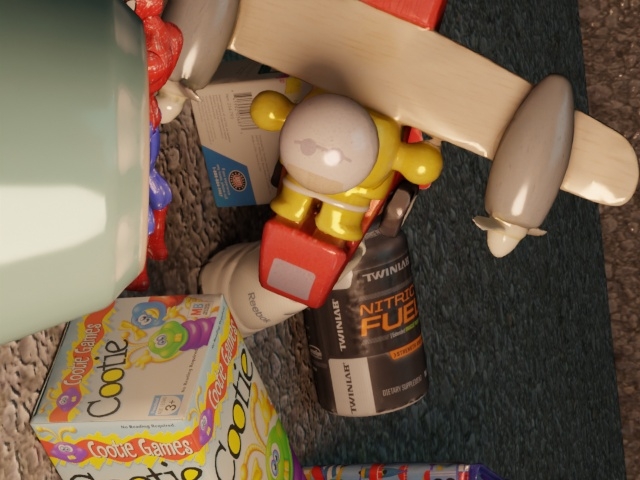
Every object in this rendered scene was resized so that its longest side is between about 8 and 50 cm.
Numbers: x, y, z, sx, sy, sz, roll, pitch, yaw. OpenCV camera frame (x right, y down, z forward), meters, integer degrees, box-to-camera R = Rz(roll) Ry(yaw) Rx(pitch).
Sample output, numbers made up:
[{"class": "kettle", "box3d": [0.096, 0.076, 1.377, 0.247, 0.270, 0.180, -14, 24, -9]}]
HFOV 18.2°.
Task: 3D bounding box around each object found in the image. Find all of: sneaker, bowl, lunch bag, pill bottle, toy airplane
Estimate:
[{"class": "sneaker", "box3d": [0.000, 0.000, 2.037, 0.111, 0.129, 0.297, 60, 43, -24]}, {"class": "bowl", "box3d": [-0.202, -0.065, 1.359, 0.311, 0.163, 0.312, 179, -90, -81]}, {"class": "lunch bag", "box3d": [0.118, 0.318, 2.258, 0.293, 0.221, 0.138, 15, 73, -69]}, {"class": "pill bottle", "box3d": [0.041, 0.062, 2.227, 0.130, 0.130, 0.246, -45, 127, -64]}, {"class": "toy airplane", "box3d": [0.044, -0.138, 1.763, 0.384, 0.386, 0.272, 65, 24, -16]}]

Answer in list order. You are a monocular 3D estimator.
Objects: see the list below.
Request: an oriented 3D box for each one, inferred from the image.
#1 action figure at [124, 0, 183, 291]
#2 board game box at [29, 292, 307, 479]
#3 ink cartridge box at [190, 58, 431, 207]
[{"class": "action figure", "box3d": [-0.190, -0.101, 1.707, 0.091, 0.139, 0.280, -67, 170, -56]}, {"class": "board game box", "box3d": [-0.121, 0.192, 1.740, 0.144, 0.142, 0.275, -75, 153, -42]}, {"class": "ink cartridge box", "box3d": [-0.002, -0.115, 1.989, 0.078, 0.231, 0.134, -57, 139, -59]}]
